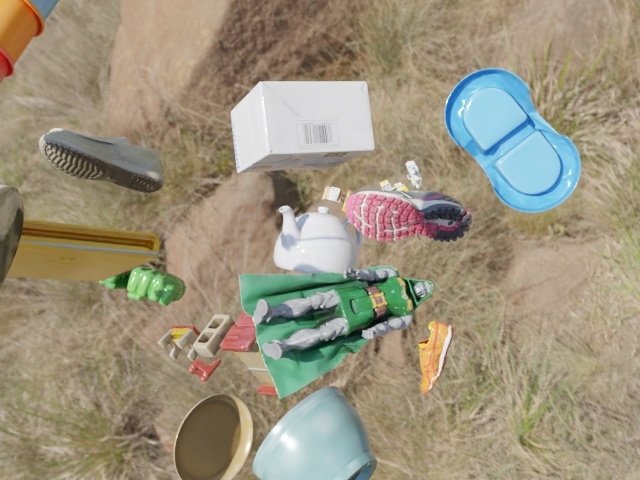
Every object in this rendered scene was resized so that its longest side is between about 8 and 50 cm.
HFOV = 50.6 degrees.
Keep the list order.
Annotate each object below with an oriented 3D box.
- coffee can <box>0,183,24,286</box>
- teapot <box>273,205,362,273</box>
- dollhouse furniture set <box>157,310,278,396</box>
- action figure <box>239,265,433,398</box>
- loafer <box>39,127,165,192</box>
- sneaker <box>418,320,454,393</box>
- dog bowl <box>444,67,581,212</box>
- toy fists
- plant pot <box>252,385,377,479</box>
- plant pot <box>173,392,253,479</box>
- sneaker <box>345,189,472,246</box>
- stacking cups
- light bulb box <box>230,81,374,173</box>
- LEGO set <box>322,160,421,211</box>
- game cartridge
[{"bbox_3d":[-0.572,-0.022,0.890,0.276,0.201,0.201,19,69,-4],"label":"coffee can"},{"bbox_3d":[0.000,0.000,1.872,0.253,0.256,0.186,10,89,-3],"label":"teapot"},{"bbox_3d":[-0.235,0.295,1.854,0.374,0.201,0.152,-5,39,41],"label":"dollhouse furniture set"},{"bbox_3d":[0.036,0.076,0.763,0.063,0.232,0.137,-31,74,55],"label":"action figure"},{"bbox_3d":[-0.463,-0.181,1.454,0.102,0.269,0.092,-34,46,44],"label":"loafer"},{"bbox_3d":[0.246,0.257,1.499,0.068,0.064,0.175,17,106,17],"label":"sneaker"},{"bbox_3d":[0.367,-0.190,1.304,0.166,0.074,0.297,-38,85,13],"label":"dog bowl"},{"bbox_3d":[-0.499,0.099,1.800,0.279,0.142,0.096,23,85,12],"label":"toy fists"},{"bbox_3d":[0.012,0.527,1.634,0.196,0.293,0.293,39,87,29],"label":"plant pot"},{"bbox_3d":[-0.262,0.485,1.638,0.032,0.236,0.236,4,65,43],"label":"plant pot"},{"bbox_3d":[0.197,-0.064,1.580,0.112,0.299,0.120,-110,32,-55],"label":"sneaker"},{"bbox_3d":[-0.314,-0.270,0.730,0.096,0.096,0.316,0,61,34],"label":"stacking cups"},{"bbox_3d":[-0.069,-0.358,2.181,0.361,0.358,0.225,168,96,-68],"label":"light bulb box"},{"bbox_3d":[0.146,-0.136,1.924,0.287,0.132,0.107,-15,25,-2],"label":"LEGO set"},{"bbox_3d":[-0.503,0.026,1.290,0.324,0.286,0.052,-16,71,52],"label":"game cartridge"}]
